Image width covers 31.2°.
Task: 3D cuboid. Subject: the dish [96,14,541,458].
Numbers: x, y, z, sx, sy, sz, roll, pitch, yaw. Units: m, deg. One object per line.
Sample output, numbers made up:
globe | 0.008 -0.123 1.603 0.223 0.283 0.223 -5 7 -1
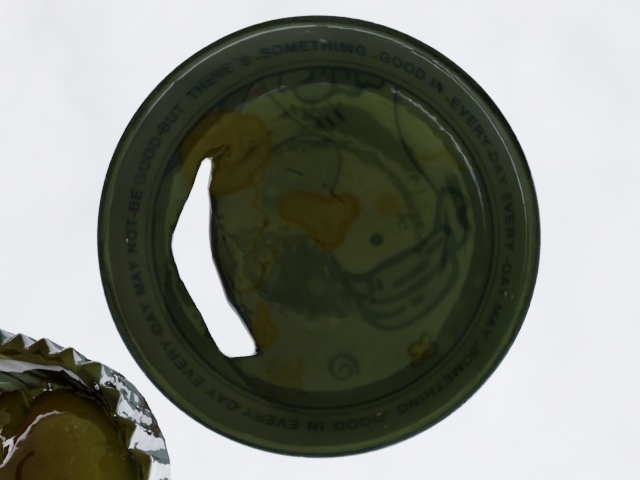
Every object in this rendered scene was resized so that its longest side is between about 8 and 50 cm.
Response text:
dish | 0.000 0.000 0.761 0.273 0.134 0.273 0 -93 3

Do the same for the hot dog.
hot dog | -0.100 0.164 0.381 0.162 0.081 0.270 -12 -102 45
